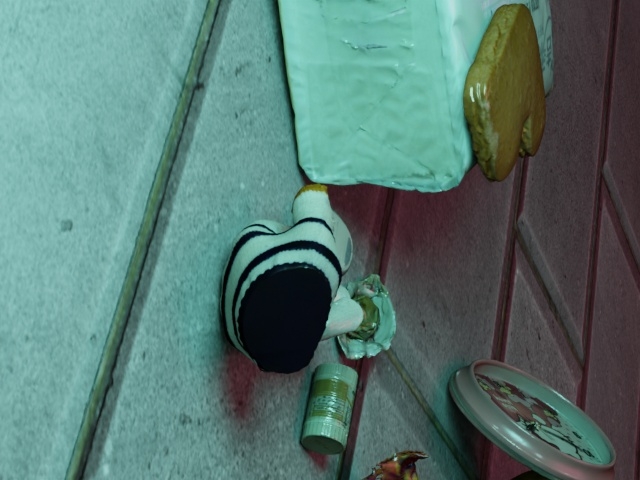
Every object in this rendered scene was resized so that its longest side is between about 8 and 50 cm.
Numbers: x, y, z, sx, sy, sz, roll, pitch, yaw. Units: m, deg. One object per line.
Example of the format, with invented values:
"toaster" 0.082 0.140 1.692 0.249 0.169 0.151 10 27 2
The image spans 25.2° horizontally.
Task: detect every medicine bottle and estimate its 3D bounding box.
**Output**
"medicine bottle" 0.009 0.170 1.453 0.047 0.047 0.083 57 36 -47

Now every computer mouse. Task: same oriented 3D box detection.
"computer mouse" -0.002 0.001 1.472 0.096 0.039 0.066 47 43 -44

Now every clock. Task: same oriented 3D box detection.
"clock" 0.273 0.239 1.847 0.056 0.244 0.244 -58 162 16

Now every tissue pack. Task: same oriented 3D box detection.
"tissue pack" 0.113 -0.266 1.570 0.405 0.205 0.332 -41 127 -62

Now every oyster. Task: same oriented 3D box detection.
"oyster" 0.040 0.085 1.570 0.100 0.037 0.098 -2 68 -46

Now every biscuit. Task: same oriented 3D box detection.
"biscuit" 0.195 -0.135 1.461 0.192 0.036 0.186 -63 148 -43

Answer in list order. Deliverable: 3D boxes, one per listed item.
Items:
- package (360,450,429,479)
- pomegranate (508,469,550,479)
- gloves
"package" 0.060 0.377 1.468 0.223 0.108 0.288 -19 96 -60
"pomegranate" 0.295 0.401 1.855 0.233 0.233 0.233 -5 90 -66
"gloves" -0.034 0.036 1.320 0.219 0.131 0.140 -121 -164 -72
